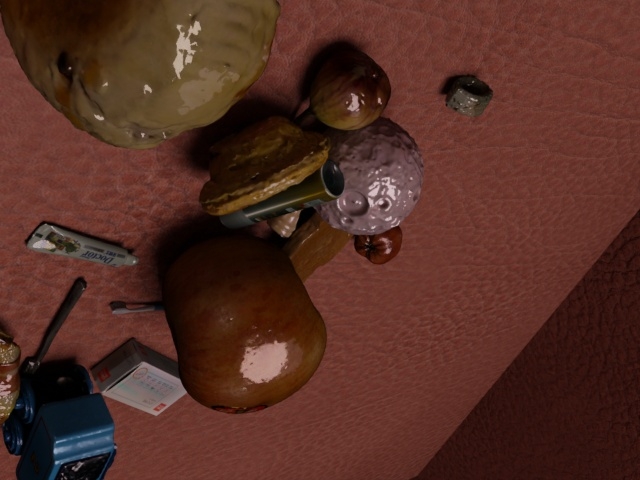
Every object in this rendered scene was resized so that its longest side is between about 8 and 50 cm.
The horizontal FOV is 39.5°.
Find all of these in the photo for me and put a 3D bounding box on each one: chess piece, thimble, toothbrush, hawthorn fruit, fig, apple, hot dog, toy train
[{"bbox_3d":[-0.060,-0.071,2.015,0.122,0.066,0.066,-49,148,16],"label":"chess piece"},{"bbox_3d":[0.335,-0.326,2.023,0.110,0.084,0.062,-12,144,-38],"label":"thimble"},{"bbox_3d":[-0.373,0.153,2.067,0.275,0.025,0.019,3,139,-50],"label":"toothbrush"},{"bbox_3d":[0.148,-0.011,2.265,0.140,0.125,0.125,-67,157,-20],"label":"hawthorn fruit"},{"bbox_3d":[0.031,-0.262,1.750,0.231,0.143,0.160,-49,156,21],"label":"fig"},{"bbox_3d":[-0.162,0.179,1.938,0.333,0.400,0.400,-11,144,-14],"label":"apple"},{"bbox_3d":[-0.682,0.263,1.841,0.123,0.093,0.262,-2,122,-31],"label":"hot dog"},{"bbox_3d":[-0.595,0.450,2.021,0.188,0.265,0.300,-8,142,-39],"label":"toy train"},{"bbox_3d":[-0.569,0.188,1.907,0.030,0.030,0.297,13,127,-40],"label":"toothbrush"}]

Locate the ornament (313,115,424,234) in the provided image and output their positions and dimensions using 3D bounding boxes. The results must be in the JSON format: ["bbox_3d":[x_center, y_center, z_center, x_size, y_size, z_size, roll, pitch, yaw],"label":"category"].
[{"bbox_3d":[0.090,-0.132,1.877,0.259,0.259,0.225,-57,-174,33],"label":"ornament"}]

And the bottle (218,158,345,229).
[{"bbox_3d":[-0.086,-0.090,1.810,0.286,0.082,0.082,-16,164,36],"label":"bottle"}]

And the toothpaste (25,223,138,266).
[{"bbox_3d":[-0.462,0.017,1.767,0.067,0.037,0.255,-46,145,18],"label":"toothpaste"}]

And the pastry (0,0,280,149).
[{"bbox_3d":[-0.231,-0.317,1.200,0.388,0.388,0.312,-49,164,23],"label":"pastry"}]

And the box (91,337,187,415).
[{"bbox_3d":[-0.436,0.342,2.209,0.135,0.079,0.269,-38,150,4],"label":"box"}]

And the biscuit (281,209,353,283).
[{"bbox_3d":[-0.003,-0.003,2.152,0.269,0.051,0.376,-22,155,-44],"label":"biscuit"}]

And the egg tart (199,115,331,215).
[{"bbox_3d":[-0.120,-0.156,1.703,0.294,0.294,0.123,-30,107,-8],"label":"egg tart"}]
